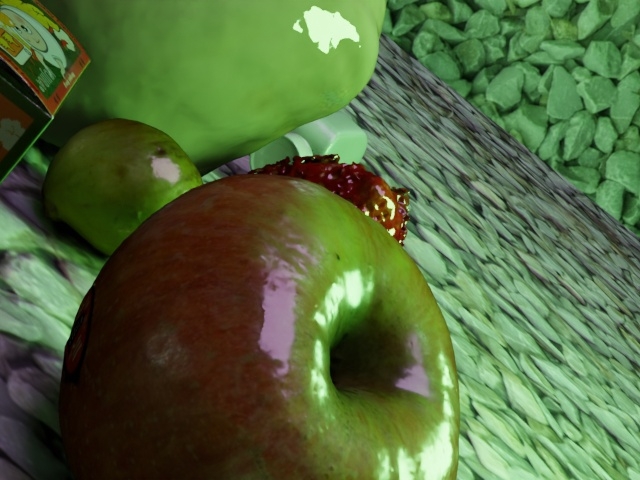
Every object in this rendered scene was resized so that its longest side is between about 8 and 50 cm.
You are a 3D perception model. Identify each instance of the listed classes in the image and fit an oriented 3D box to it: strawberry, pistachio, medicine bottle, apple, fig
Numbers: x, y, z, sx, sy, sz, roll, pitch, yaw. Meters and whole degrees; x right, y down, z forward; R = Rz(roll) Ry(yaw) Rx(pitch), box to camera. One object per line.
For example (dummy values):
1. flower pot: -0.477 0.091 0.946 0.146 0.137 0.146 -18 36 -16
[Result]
1. strawberry: 0.000 0.000 1.606 0.187 0.201 0.184 53 38 -14
2. pistachio: -0.138 -0.220 1.578 0.445 0.365 0.281 1 33 -26
3. medicine bottle: -0.019 -0.095 1.952 0.069 0.119 0.183 44 18 11
4. apple: -0.051 0.108 1.141 0.277 0.250 0.309 53 34 -16
5. fig: -0.162 -0.042 1.455 0.153 0.120 0.136 29 -15 3

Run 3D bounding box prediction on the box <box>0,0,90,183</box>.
1. box: -0.301 -0.131 1.320 0.177 0.148 0.195 40 16 -11
